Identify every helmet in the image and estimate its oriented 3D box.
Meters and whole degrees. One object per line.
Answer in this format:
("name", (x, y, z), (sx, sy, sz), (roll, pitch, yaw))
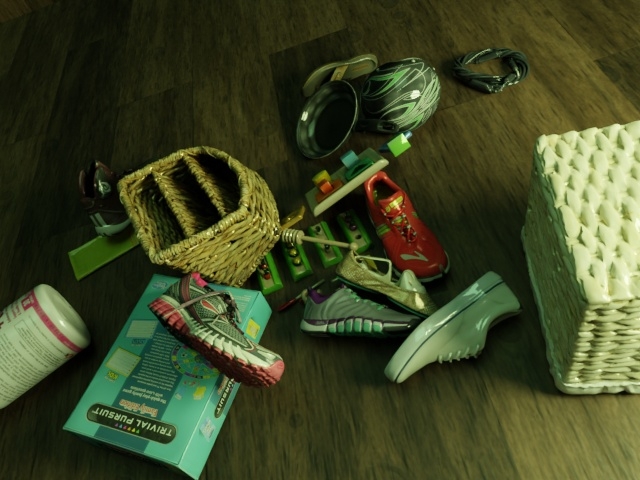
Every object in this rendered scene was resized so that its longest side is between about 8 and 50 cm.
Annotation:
("helmet", (0.190, -0.329, 1.304), (0.162, 0.169, 0.169), (8, 53, 46))

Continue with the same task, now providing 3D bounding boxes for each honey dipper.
("honey dipper", (0.000, 0.000, 1.127), (0.161, 0.030, 0.030), (8, 55, 25))

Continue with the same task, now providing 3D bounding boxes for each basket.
("basket", (0.491, 0.021, 0.839), (0.329, 0.266, 0.331), (-8, 52, 13))
("basket", (-0.243, -0.080, 1.168), (0.213, 0.223, 0.299), (-50, 45, 13))

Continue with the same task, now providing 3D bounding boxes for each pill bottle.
("pill bottle", (-0.625, 0.231, 1.135), (0.283, 0.160, 0.160), (-38, 50, -12))

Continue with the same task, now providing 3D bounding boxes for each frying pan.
("frying pan", (0.065, -0.293, 1.315), (0.326, 0.053, 0.197), (-9, 70, 43))

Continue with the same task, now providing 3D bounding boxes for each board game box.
("board game box", (-0.273, 0.234, 1.060), (0.254, 0.079, 0.336), (7, 55, 24))

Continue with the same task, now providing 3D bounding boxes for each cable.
("cable", (0.408, -0.425, 1.380), (0.151, 0.047, 0.184), (-41, 50, -15))

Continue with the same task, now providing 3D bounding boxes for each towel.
("towel", (-0.492, 0.000, 1.372), (0.237, 0.021, 0.102), (-32, 48, -7))

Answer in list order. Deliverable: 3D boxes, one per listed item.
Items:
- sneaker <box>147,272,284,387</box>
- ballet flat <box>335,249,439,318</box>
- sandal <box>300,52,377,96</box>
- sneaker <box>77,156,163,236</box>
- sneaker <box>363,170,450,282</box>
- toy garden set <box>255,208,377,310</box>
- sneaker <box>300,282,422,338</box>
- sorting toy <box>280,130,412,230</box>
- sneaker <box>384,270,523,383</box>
("sneaker", (-0.173, 0.143, 0.968), (0.299, 0.120, 0.112), (27, 63, 35))
("ballet flat", (0.127, 0.074, 1.021), (0.206, 0.073, 0.067), (23, 101, 12))
("sandal", (0.053, -0.427, 1.502), (0.220, 0.090, 0.060), (-19, 70, -5))
("sneaker", (-0.482, -0.154, 1.382), (0.107, 0.162, 0.281), (-6, 42, 27))
("sneaker", (0.149, -0.032, 1.101), (0.107, 0.118, 0.279), (-28, 48, -3))
("toy garden set", (-0.011, 0.044, 1.142), (0.244, 0.049, 0.203), (-24, 48, -1))
("sneaker", (0.069, 0.120, 1.009), (0.224, 0.083, 0.098), (-3, 72, 21))
("sorting toy", (0.041, -0.135, 1.192), (0.348, 0.047, 0.196), (-36, 15, 5))
("sneaker", (0.222, 0.158, 0.937), (0.258, 0.094, 0.091), (-39, 65, -5))
